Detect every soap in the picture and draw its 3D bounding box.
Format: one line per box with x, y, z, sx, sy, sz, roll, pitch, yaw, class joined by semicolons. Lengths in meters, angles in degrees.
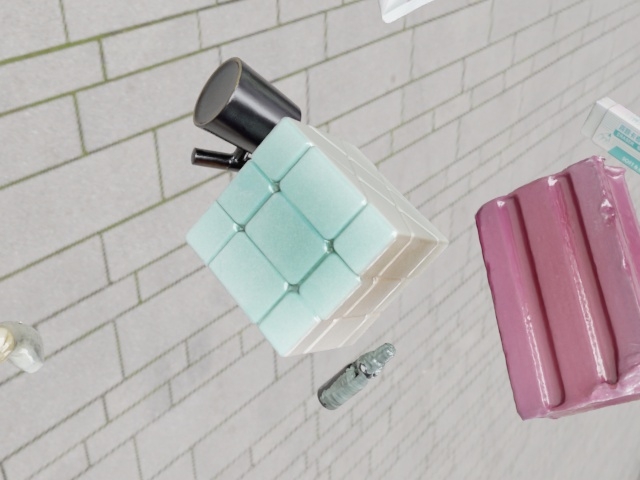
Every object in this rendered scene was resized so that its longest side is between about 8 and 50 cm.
0.391;0.079;1.196;0.128;0.233;0.359;16;58;-44;soap

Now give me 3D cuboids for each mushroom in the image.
-0.581;0.193;1.447;0.223;0.081;0.092;99;-7;-75;mushroom

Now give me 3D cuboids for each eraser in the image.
0.700;-0.222;1.733;0.052;0.225;0.095;-28;148;-35;eraser

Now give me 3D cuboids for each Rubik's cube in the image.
0.000;0.000;1.492;0.316;0.322;0.319;-49;159;15;Rubik's cube

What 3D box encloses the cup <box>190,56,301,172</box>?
-0.175;-0.257;1.658;0.177;0.239;0.166;29;51;-33;cup

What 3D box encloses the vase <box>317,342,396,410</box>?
0.076;0.270;1.569;0.211;0.060;0.060;-45;161;32;vase

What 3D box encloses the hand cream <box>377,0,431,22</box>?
0.145;-0.681;1.710;0.185;0.118;0.358;-31;104;-17;hand cream
